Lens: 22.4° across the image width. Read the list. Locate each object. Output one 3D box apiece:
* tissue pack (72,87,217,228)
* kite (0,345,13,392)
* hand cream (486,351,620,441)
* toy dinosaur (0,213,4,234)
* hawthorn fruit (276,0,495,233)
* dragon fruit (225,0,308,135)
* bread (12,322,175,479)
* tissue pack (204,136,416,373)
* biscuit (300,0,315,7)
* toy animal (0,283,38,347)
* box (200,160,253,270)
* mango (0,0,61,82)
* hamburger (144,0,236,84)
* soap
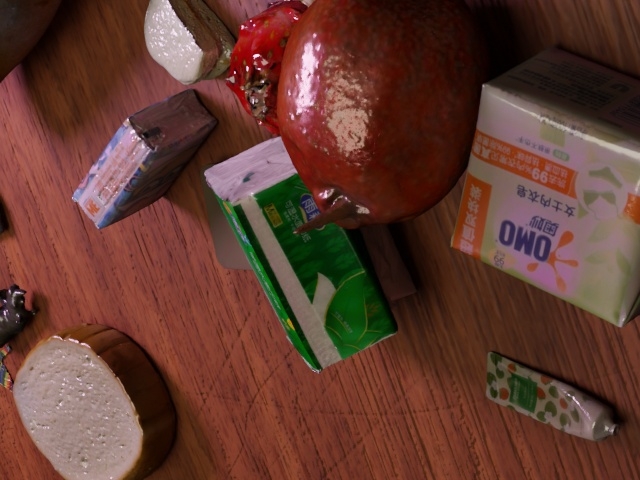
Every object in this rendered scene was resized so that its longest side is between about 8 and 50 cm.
[{"bbox_3d":[-0.200,-0.093,1.834,0.065,0.115,0.155,50,132,8],"label":"tissue pack"},{"bbox_3d":[-0.451,0.164,2.234,0.090,0.004,0.122,-25,92,43],"label":"kite"},{"bbox_3d":[0.233,0.163,1.643,0.165,0.037,0.057,21,121,39],"label":"hand cream"},{"bbox_3d":[-0.467,-0.221,2.034,0.331,0.129,0.383,40,129,6],"label":"toy dinosaur"},{"bbox_3d":[0.048,-0.113,1.516,0.210,0.210,0.262,17,81,34],"label":"hawthorn fruit"},{"bbox_3d":[-0.054,-0.173,1.682,0.153,0.111,0.153,14,113,34],"label":"dragon fruit"},{"bbox_3d":[-0.290,0.215,2.077,0.236,0.070,0.236,16,117,34],"label":"bread"},{"bbox_3d":[0.000,-0.001,1.674,0.209,0.156,0.148,64,176,-19],"label":"tissue pack"},{"bbox_3d":[0.028,-0.299,1.583,0.082,0.070,0.168,39,128,12],"label":"biscuit"},{"bbox_3d":[-0.419,0.098,2.152,0.065,0.047,0.136,53,132,2],"label":"toy animal"},{"bbox_3d":[-0.086,-0.030,1.823,0.091,0.031,0.126,1,109,40],"label":"box"},{"bbox_3d":[-0.412,-0.283,1.863,0.199,0.222,0.384,64,144,37],"label":"mango"},{"bbox_3d":[-0.153,-0.222,1.784,0.121,0.054,0.084,53,137,13],"label":"hamburger"},{"bbox_3d":[0.242,-0.050,1.463,0.199,0.138,0.182,26,125,29],"label":"soap"}]
